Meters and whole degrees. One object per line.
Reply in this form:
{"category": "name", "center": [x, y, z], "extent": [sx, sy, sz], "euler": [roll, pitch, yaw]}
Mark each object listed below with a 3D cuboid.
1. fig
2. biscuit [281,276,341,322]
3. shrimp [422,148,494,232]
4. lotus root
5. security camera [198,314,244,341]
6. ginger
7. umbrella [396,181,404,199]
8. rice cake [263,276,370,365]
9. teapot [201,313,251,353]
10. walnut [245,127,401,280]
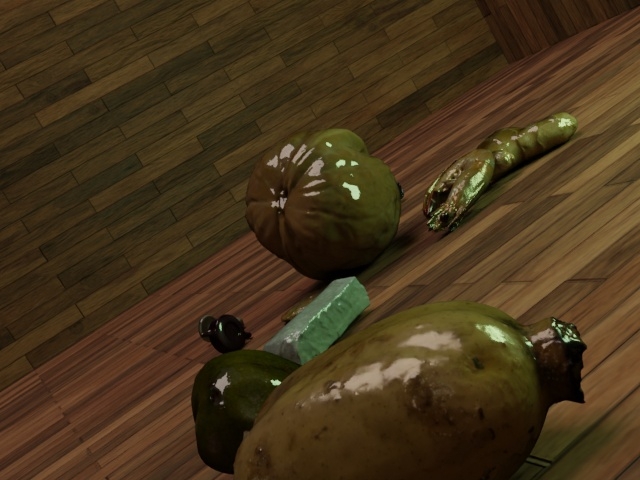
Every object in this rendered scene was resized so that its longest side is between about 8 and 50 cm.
{"category": "fig", "center": [-0.047, 0.189, 0.885], "extent": [0.127, 0.184, 0.133], "euler": [-70, 18, -2]}
{"category": "biscuit", "center": [-0.015, 0.104, 1.496], "extent": [0.071, 0.018, 0.147], "euler": [-21, 13, 47]}
{"category": "shrimp", "center": [0.230, -0.086, 1.495], "extent": [0.133, 0.053, 0.236], "euler": [-2, 41, 39]}
{"category": "lotus root", "center": [0.058, 0.133, 0.611], "extent": [0.284, 0.146, 0.160], "euler": [-26, 27, 12]}
{"category": "security camera", "center": [-0.192, 0.169, 1.658], "extent": [0.092, 0.058, 0.058], "euler": [-14, 17, 38]}
{"category": "ginger", "center": [0.331, -0.149, 1.602], "extent": [0.333, 0.081, 0.148], "euler": [-35, 29, -13]}
{"category": "umbrella", "center": [0.101, -0.082, 2.063], "extent": [0.248, 0.071, 0.071], "euler": [-29, 7, 43]}
{"category": "rice cake", "center": [0.000, 0.119, 1.190], "extent": [0.069, 0.063, 0.206], "euler": [-21, 13, 42]}
{"category": "teapot", "center": [-0.167, 0.169, 1.498], "extent": [0.045, 0.068, 0.100], "euler": [-27, -27, 38]}
{"category": "walnut", "center": [0.008, -0.068, 1.563], "extent": [0.296, 0.285, 0.285], "euler": [10, 34, 37]}
